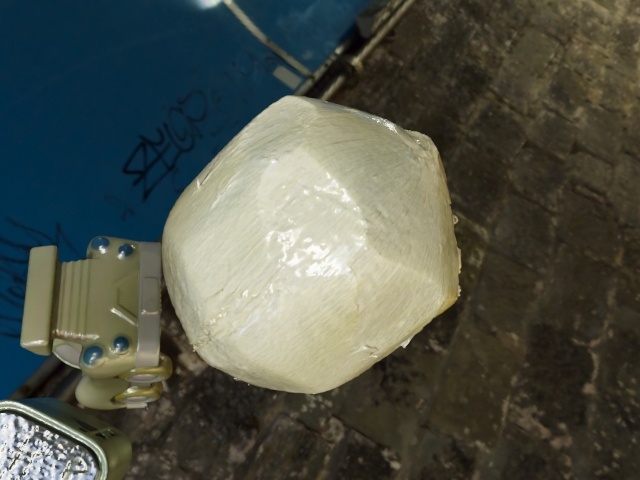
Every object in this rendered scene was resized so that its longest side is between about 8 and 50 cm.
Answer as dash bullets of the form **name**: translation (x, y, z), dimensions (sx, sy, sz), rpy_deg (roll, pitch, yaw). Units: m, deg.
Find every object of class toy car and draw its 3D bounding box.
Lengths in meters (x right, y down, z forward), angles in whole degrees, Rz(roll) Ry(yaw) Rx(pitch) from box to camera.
- **toy car**: translation (-0.380, 0.153, 1.093), dimensions (0.336, 0.226, 0.242), rpy_deg (129, 140, -58)

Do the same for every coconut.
- **coconut**: translation (0.000, 0.000, 0.790), dimensions (0.360, 0.346, 0.346), rpy_deg (-40, 4, 20)

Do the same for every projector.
- **projector**: translation (-0.512, 0.434, 1.145), dimensions (0.248, 0.248, 0.249), rpy_deg (-63, 0, -15)
